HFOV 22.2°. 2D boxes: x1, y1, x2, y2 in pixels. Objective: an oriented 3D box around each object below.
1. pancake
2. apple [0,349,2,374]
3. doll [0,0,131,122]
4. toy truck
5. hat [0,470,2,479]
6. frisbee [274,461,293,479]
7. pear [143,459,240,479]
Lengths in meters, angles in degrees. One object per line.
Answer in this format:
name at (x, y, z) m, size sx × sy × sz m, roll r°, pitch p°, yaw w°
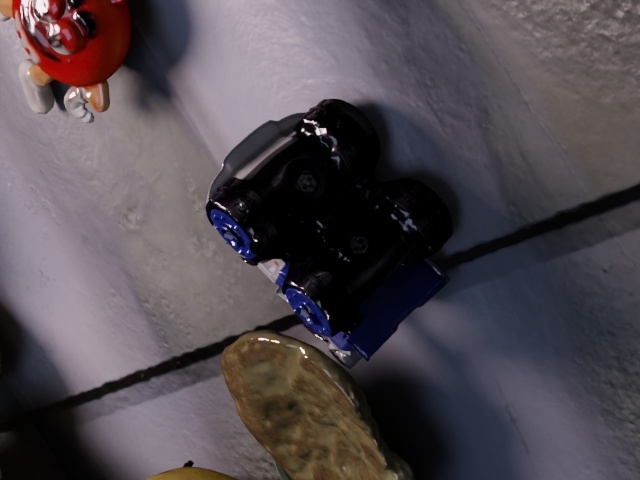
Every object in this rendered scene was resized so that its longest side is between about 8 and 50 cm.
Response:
pancake at (0.000, 0.179, 1.553) m, size 0.236 × 0.042 × 0.222 m, roll 48°, pitch 151°, yaw -5°
apple at (-0.463, 0.134, 1.847) m, size 0.174 × 0.188 × 0.188 m, roll 41°, pitch 134°, yaw 18°
doll at (-0.246, -0.198, 1.544) m, size 0.217 × 0.085 × 0.183 m, roll -4°, pitch 112°, yaw 50°
toy truck at (0.000, 0.000, 1.438) m, size 0.213 × 0.161 × 0.177 m, roll 47°, pitch 159°, yaw 5°
hat at (-0.390, 0.383, 1.896) m, size 0.366 × 0.257 × 0.381 m, roll 52°, pitch 178°, yaw 2°
frisbee at (-0.001, 0.231, 1.655) m, size 0.110 × 0.014 × 0.110 m, roll 20°, pitch 127°, yaw 28°
pear at (-0.127, 0.388, 1.649) m, size 0.309 × 0.309 × 0.309 m, roll 20°, pitch 127°, yaw 29°
